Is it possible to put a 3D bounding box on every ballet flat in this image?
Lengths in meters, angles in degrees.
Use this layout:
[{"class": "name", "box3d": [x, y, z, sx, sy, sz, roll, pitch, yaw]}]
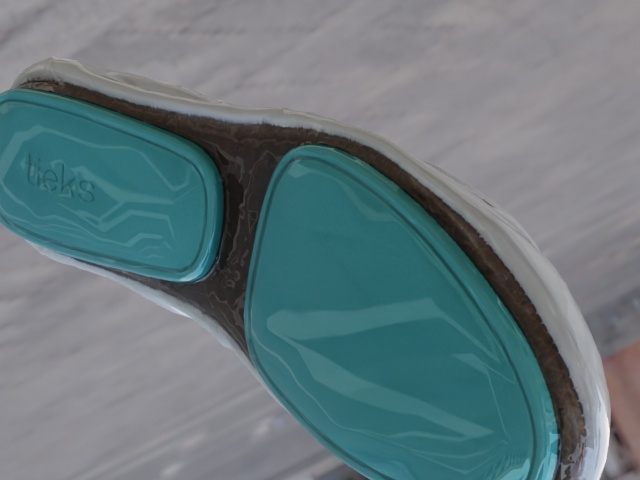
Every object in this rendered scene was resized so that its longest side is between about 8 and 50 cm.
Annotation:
[{"class": "ballet flat", "box3d": [0.000, 0.000, 0.777, 0.139, 0.139, 0.400, -21, -147, -37]}]
